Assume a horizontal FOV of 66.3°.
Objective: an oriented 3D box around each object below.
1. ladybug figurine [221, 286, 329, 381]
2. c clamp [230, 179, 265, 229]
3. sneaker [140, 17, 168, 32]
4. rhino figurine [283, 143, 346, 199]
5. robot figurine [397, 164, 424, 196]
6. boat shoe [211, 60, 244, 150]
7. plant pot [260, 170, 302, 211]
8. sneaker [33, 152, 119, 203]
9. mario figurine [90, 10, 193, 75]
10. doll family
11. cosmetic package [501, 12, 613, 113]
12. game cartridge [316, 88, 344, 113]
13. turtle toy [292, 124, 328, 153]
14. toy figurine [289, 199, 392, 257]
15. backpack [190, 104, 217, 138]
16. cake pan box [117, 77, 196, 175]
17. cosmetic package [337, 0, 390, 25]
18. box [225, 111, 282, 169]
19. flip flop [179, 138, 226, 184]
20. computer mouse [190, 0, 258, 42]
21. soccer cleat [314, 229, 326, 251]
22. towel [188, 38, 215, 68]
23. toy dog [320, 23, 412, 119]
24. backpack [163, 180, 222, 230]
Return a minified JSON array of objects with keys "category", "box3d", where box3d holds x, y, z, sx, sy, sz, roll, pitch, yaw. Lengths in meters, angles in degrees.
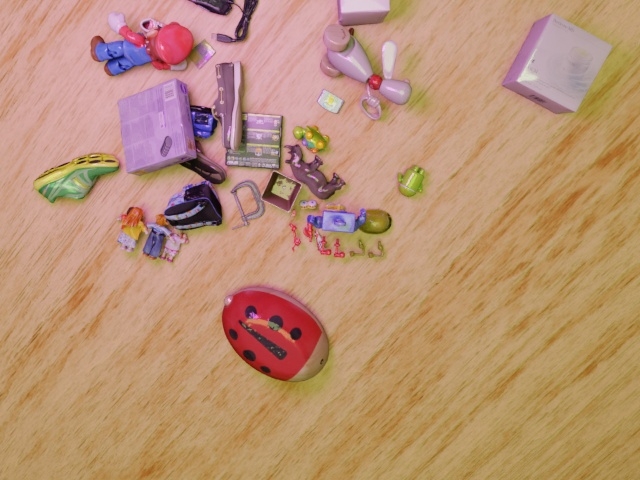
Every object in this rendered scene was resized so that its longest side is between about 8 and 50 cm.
[{"category":"ladybug figurine","box3d":[-0.169,0.351,1.766,0.449,0.162,0.305,35,101,-7]},{"category":"c clamp","box3d":[-0.270,-0.128,1.729,0.137,0.022,0.161,-13,103,3]},{"category":"sneaker","box3d":[-0.516,-0.679,1.580,0.134,0.070,0.051,13,99,-3]},{"category":"rhino figurine","box3d":[-0.035,-0.239,1.678,0.243,0.073,0.106,42,97,-7]},{"category":"robot figurine","box3d":[0.313,-0.202,1.688,0.101,0.067,0.115,23,102,-17]},{"category":"boat shoe","box3d":[-0.300,-0.433,1.580,0.091,0.109,0.305,0,78,0]},{"category":"plant pot","box3d":[-0.130,-0.176,1.679,0.108,0.096,0.109,25,105,-6]},{"category":"sneaker","box3d":[-0.821,-0.214,1.682,0.295,0.109,0.124,-19,125,2]},{"category":"mario figurine","box3d":[-0.546,-0.621,1.546,0.320,0.198,0.170,-4,98,15]},{"category":"doll family","box3d":[-0.597,-0.027,1.702,0.262,0.118,0.163,21,102,-4]},{"category":"cosmetic package","box3d":[0.754,-0.560,1.573,0.223,0.138,0.225,24,100,-6]},{"category":"game cartridge","box3d":[0.033,-0.467,1.656,0.083,0.017,0.056,28,105,-6]},{"category":"turtle toy","box3d":[-0.034,-0.344,1.652,0.130,0.095,0.066,39,121,-7]},{"category":"toy figurine","box3d":[0.078,-0.033,1.634,0.362,0.217,0.192,7,90,-5]},{"category":"backpack","box3d":[-0.411,-0.397,1.630,0.120,0.098,0.101,12,106,-4]},{"category":"cake pan box","box3d":[-0.531,-0.366,1.581,0.245,0.070,0.267,-13,82,20]},{"category":"cosmetic package","box3d":[0.118,-0.860,1.475,0.155,0.197,0.366,-5,104,0]},{"category":"box","box3d":[-0.228,-0.341,1.670,0.190,0.045,0.184,3,100,0]},{"category":"flip flop","box3d":[-0.424,-0.295,1.657,0.277,0.112,0.080,33,58,5]},{"category":"computer mouse","box3d":[-0.344,-0.742,1.574,0.261,0.060,0.184,12,99,-15]},{"category":"soccer cleat","box3d":[0.000,0.000,1.756,0.035,0.029,0.083,-15,106,-6]},{"category":"towel","box3d":[-0.395,-0.618,1.624,0.083,0.009,0.060,-41,99,8]},{"category":"toy dog","box3d":[0.151,-0.568,1.563,0.333,0.220,0.161,40,68,-16]},{"category":"backpack","box3d":[-0.437,-0.111,1.664,0.173,0.117,0.158,-15,146,6]}]
